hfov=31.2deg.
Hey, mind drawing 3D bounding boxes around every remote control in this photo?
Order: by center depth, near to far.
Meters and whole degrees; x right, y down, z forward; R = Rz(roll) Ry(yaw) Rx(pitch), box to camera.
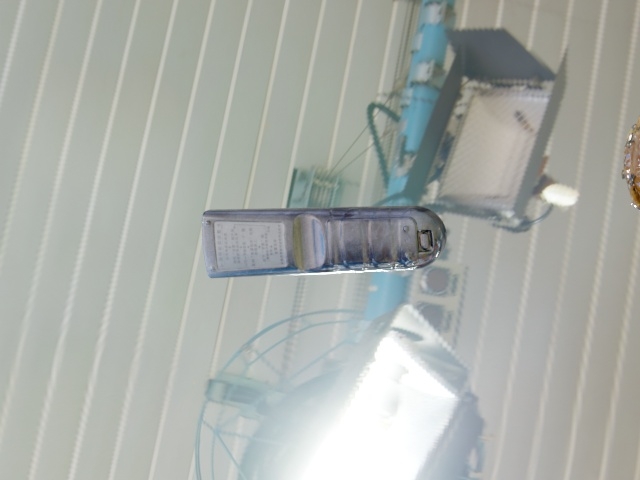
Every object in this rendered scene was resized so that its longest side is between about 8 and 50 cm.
[{"bbox_3d":[0.000,0.000,0.697,0.152,0.027,0.043,-2,-75,20],"label":"remote control"}]

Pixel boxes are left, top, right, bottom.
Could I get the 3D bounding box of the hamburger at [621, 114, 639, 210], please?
[{"bbox_3d":[0.476,-0.094,1.388,0.231,0.231,0.107,51,-134,2],"label":"hamburger"}]
